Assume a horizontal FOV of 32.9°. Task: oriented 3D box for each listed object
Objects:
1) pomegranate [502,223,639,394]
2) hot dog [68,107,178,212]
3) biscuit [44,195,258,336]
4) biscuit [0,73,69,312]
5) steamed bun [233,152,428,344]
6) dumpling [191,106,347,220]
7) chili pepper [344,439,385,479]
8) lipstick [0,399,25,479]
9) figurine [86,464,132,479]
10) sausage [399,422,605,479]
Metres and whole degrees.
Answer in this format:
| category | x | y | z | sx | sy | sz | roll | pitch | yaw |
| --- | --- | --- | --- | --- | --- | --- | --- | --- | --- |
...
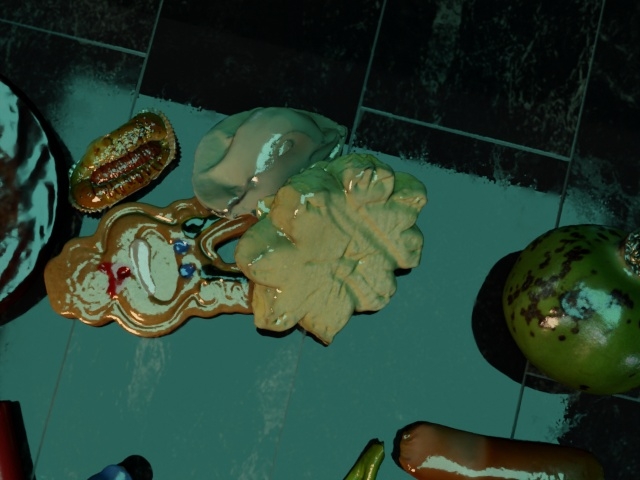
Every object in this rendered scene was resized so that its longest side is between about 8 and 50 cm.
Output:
| category | x | y | z | sx | sy | sz | roll | pitch | yaw |
| --- | --- | --- | --- | --- | --- | --- | --- | --- | --- |
| pomegranate | 0.383 | 0.084 | 1.500 | 0.254 | 0.270 | 0.254 | 12 | 46 | -13 |
| hot dog | -0.295 | -0.115 | 1.604 | 0.192 | 0.053 | 0.099 | -38 | 81 | -7 |
| biscuit | -0.236 | 0.037 | 1.591 | 0.333 | 0.047 | 0.202 | -12 | 83 | -3 |
| biscuit | -0.566 | -0.068 | 1.568 | 0.407 | 0.091 | 0.407 | 0 | 85 | -2 |
| steamed bun | 0.000 | 0.000 | 1.532 | 0.292 | 0.295 | 0.137 | -15 | 40 | -26 |
| dumpling | -0.084 | -0.133 | 1.585 | 0.247 | 0.142 | 0.172 | -31 | 55 | -22 |
| chili pepper | 0.033 | 0.372 | 1.553 | 0.202 | 0.052 | 0.050 | -50 | 116 | -9 |
| lipstick | -0.445 | 0.365 | 1.526 | 0.073 | 0.073 | 0.280 | -13 | 84 | -4 |
| figurine | -0.297 | 0.350 | 1.499 | 0.079 | 0.136 | 0.077 | -11 | 83 | -12 |
| sausage | 0.259 | 0.326 | 1.554 | 0.300 | 0.083 | 0.089 | 10 | 71 | 1 |
